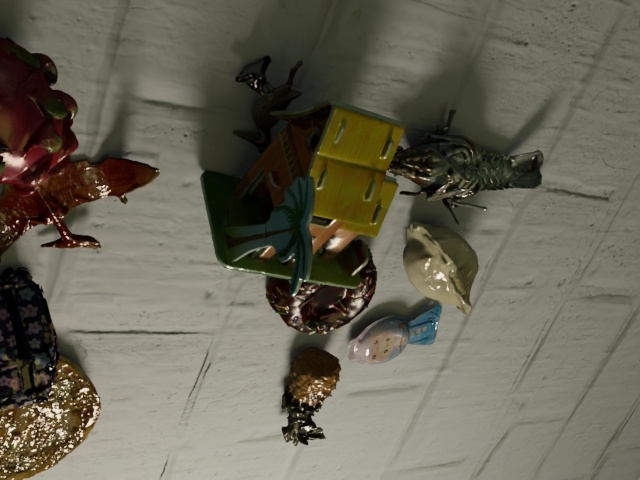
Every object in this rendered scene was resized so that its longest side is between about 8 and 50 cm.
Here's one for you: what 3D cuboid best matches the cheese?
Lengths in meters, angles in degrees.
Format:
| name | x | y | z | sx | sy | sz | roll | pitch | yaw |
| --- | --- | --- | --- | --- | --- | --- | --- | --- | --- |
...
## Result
| name | x | y | z | sx | sy | sz | roll | pitch | yaw |
| --- | --- | --- | --- | --- | --- | --- | --- | --- | --- |
| cheese | 0.168 | 0.219 | 1.921 | 0.244 | 0.052 | 0.135 | -12 | 129 | -26 |

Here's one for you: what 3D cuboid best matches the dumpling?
| name | x | y | z | sx | sy | sz | roll | pitch | yaw |
| --- | --- | --- | --- | --- | --- | --- | --- | --- | --- |
| dumpling | 0.262 | 0.065 | 1.767 | 0.147 | 0.193 | 0.258 | -33 | 138 | -2 |

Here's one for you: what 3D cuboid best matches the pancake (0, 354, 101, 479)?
| name | x | y | z | sx | sy | sz | roll | pitch | yaw |
| --- | --- | --- | --- | --- | --- | --- | --- | --- | --- |
| pancake | -0.574 | 0.318 | 1.498 | 0.356 | 0.065 | 0.356 | -18 | 130 | -23 |

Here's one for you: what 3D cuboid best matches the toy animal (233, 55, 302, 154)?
| name | x | y | z | sx | sy | sz | roll | pitch | yaw |
| --- | --- | --- | --- | --- | --- | --- | --- | --- | --- |
| toy animal | -0.087 | -0.220 | 1.407 | 0.105 | 0.070 | 0.203 | 18 | 131 | 6 |

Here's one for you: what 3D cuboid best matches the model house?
| name | x | y | z | sx | sy | sz | roll | pitch | yaw |
| --- | --- | --- | --- | --- | --- | --- | --- | --- | --- |
| model house | 0.028 | -0.048 | 1.364 | 0.300 | 0.340 | 0.323 | 11 | 138 | -36 |

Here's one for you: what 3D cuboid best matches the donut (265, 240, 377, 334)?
| name | x | y | z | sx | sy | sz | roll | pitch | yaw |
| --- | --- | --- | --- | --- | --- | --- | --- | --- | --- |
| donut | 0.011 | 0.095 | 1.683 | 0.235 | 0.089 | 0.235 | -15 | 138 | -15 |

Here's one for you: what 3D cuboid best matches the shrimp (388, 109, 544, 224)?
| name | x | y | z | sx | sy | sz | roll | pitch | yaw |
| --- | --- | --- | --- | --- | --- | --- | --- | --- | --- |
| shrimp | 0.280 | -0.140 | 1.661 | 0.410 | 0.166 | 0.222 | 0 | 90 | -49 |

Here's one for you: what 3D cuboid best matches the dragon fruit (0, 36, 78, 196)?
| name | x | y | z | sx | sy | sz | roll | pitch | yaw |
| --- | --- | --- | --- | --- | --- | --- | --- | --- | --- |
| dragon fruit | -0.450 | -0.185 | 1.120 | 0.218 | 0.273 | 0.198 | -37 | 180 | -10 |

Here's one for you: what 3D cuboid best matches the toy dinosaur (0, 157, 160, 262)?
| name | x | y | z | sx | sy | sz | roll | pitch | yaw |
| --- | --- | --- | --- | --- | --- | --- | --- | --- | --- |
| toy dinosaur | -0.421 | -0.036 | 1.294 | 0.327 | 0.113 | 0.207 | -7 | 126 | -27 |

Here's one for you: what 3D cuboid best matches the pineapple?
| name | x | y | z | sx | sy | sz | roll | pitch | yaw |
| --- | --- | --- | --- | --- | --- | --- | --- | --- | --- |
| pineapple | -0.030 | 0.352 | 1.847 | 0.111 | 0.119 | 0.237 | 4 | 123 | -20 |

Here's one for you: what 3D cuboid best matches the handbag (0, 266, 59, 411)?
| name | x | y | z | sx | sy | sz | roll | pitch | yaw |
| --- | --- | --- | --- | --- | --- | --- | --- | --- | --- |
| handbag | -0.521 | 0.164 | 1.338 | 0.207 | 0.229 | 0.127 | -12 | 171 | -28 |
